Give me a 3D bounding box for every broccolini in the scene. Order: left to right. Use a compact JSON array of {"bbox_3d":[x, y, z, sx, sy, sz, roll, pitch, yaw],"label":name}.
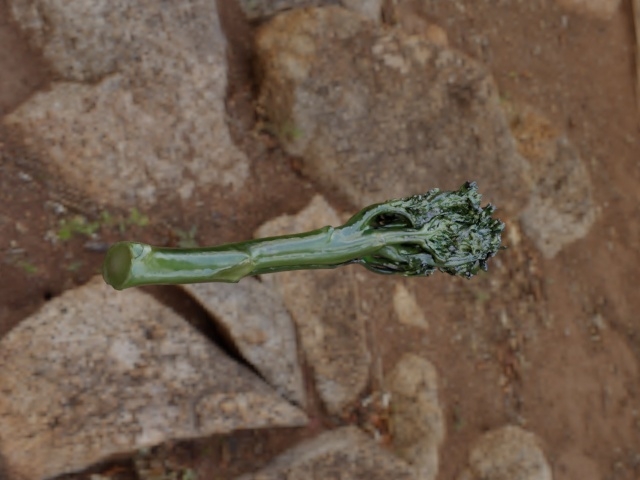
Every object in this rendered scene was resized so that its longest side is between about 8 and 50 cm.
[{"bbox_3d":[0.000,0.000,0.546,0.239,0.051,0.054,-4,132,-42],"label":"broccolini"}]
